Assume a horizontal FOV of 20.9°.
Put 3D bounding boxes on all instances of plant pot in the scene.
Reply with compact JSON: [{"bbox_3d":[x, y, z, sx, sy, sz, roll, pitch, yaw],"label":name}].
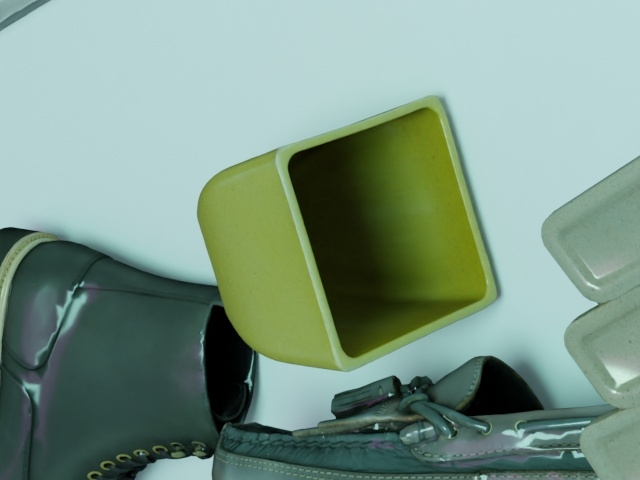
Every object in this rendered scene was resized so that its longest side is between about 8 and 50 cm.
[{"bbox_3d":[0.000,0.000,0.644,0.083,0.081,0.081,-9,100,51],"label":"plant pot"}]

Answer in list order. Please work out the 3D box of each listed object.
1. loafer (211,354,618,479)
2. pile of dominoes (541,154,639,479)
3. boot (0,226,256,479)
[{"bbox_3d":[0.081,0.076,0.612,0.267,0.096,0.084,4,89,30],"label":"loafer"},{"bbox_3d":[0.172,0.070,0.476,0.196,0.040,0.251,-4,110,32],"label":"pile of dominoes"},{"bbox_3d":[-0.089,0.101,0.757,0.137,0.077,0.198,10,113,30],"label":"boot"}]
